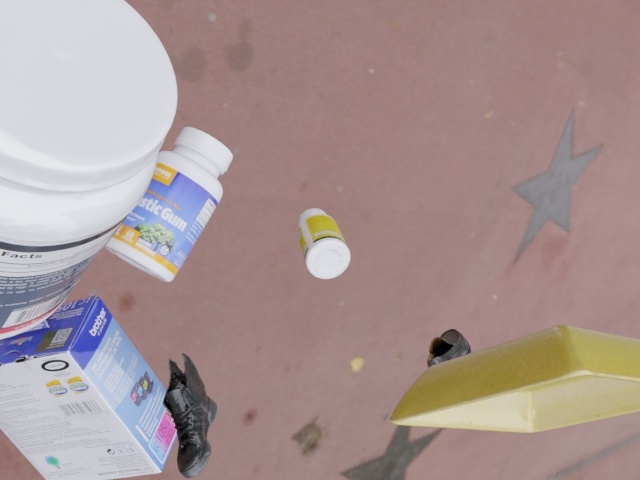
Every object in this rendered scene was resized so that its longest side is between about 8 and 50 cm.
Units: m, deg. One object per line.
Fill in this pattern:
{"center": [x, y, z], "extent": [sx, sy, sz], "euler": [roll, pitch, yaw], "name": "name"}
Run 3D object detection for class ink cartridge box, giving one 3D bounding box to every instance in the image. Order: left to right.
{"center": [-0.469, 0.265, 1.507], "extent": [0.151, 0.270, 0.395], "euler": [-76, 147, -50], "name": "ink cartridge box"}

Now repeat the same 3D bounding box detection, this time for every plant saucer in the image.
{"center": [0.317, 0.197, 1.138], "extent": [0.332, 0.333, 0.081], "euler": [14, 62, -36], "name": "plant saucer"}

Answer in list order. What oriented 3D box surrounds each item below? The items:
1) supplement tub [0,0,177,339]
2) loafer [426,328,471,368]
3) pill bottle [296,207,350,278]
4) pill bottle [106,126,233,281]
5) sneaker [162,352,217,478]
{"center": [-0.238, -0.054, 0.611], "extent": [0.191, 0.191, 0.272], "euler": [-17, 163, -42], "name": "supplement tub"}
{"center": [0.206, 0.181, 1.335], "extent": [0.062, 0.170, 0.061], "euler": [-29, 102, 17], "name": "loafer"}
{"center": [0.000, 0.000, 1.182], "extent": [0.065, 0.116, 0.065], "euler": [-6, 121, -10], "name": "pill bottle"}
{"center": [-0.279, -0.072, 1.540], "extent": [0.272, 0.152, 0.152], "euler": [-62, 143, -12], "name": "pill bottle"}
{"center": [-0.191, 0.243, 1.147], "extent": [0.051, 0.170, 0.089], "euler": [-26, 118, 19], "name": "sneaker"}
